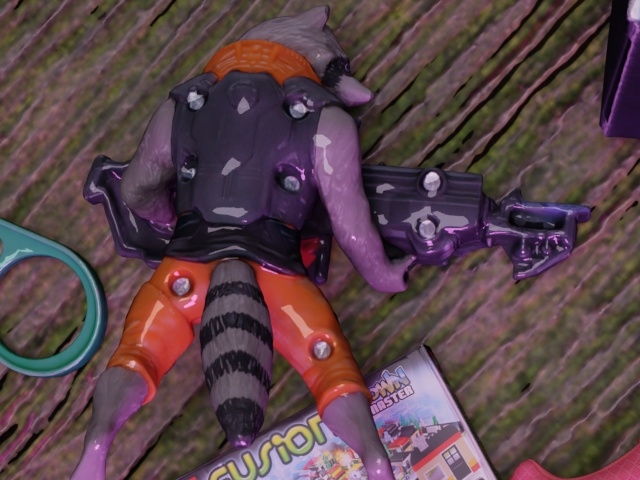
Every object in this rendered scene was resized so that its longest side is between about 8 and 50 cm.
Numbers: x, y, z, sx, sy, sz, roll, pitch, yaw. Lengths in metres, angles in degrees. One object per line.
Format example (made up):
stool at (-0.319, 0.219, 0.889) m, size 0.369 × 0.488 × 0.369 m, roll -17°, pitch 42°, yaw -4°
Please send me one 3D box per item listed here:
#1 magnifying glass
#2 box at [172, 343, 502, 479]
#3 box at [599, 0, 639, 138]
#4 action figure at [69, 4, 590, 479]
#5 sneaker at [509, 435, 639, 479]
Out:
magnifying glass at (-0.237, -0.002, 1.203) m, size 0.092 × 0.026 × 0.231 m, roll -42°, pitch 77°, yaw 4°
box at (0.006, 0.167, 1.131) m, size 0.207 × 0.036 × 0.114 m, roll -30°, pitch 79°, yaw 6°
box at (0.368, -0.164, 0.955) m, size 0.395 × 0.293 × 0.212 m, roll 6°, pitch 84°, yaw 6°
action figure at (0.000, 0.000, 1.068) m, size 0.341 × 0.178 × 0.330 m, roll -2°, pitch 64°, yaw 6°
sneaker at (0.256, 0.154, 1.047) m, size 0.314 × 0.116 × 0.136 m, roll -16°, pitch 71°, yaw 5°
